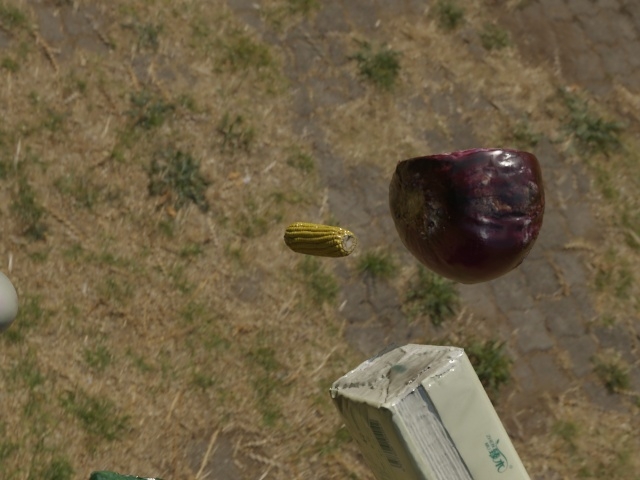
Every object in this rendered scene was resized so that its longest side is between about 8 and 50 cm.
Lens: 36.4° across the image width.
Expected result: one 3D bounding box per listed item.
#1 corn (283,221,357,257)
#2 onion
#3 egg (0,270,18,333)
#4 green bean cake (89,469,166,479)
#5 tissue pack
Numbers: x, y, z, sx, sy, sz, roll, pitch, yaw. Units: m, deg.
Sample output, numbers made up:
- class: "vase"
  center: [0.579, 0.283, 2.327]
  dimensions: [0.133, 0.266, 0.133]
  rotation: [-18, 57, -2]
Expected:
- class: "corn"
  center: [0.000, 0.000, 1.062]
  dimensions: [0.037, 0.092, 0.037]
  rotation: [-7, 100, -44]
- class: "onion"
  center: [0.294, -0.044, 1.924]
  dimensions: [0.281, 0.336, 0.260]
  rotation: [-5, 89, -38]
- class: "egg"
  center: [-0.476, 0.083, 1.348]
  dimensions: [0.103, 0.103, 0.135]
  rotation: [-31, 42, -33]
- class: "green bean cake"
  center: [-0.243, 0.437, 1.383]
  dimensions: [0.193, 0.107, 0.208]
  rotation: [24, 15, -38]
- class: "tissue pack"
  center: [0.211, 0.388, 1.754]
  dimensions: [0.207, 0.297, 0.380]
  rotation: [-32, 100, -18]
